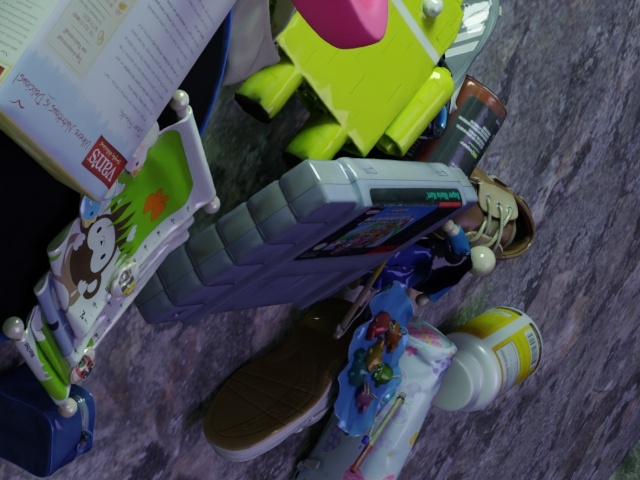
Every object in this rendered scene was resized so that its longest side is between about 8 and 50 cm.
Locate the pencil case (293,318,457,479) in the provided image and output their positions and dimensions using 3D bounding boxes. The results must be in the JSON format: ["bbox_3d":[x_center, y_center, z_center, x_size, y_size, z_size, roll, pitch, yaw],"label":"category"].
[{"bbox_3d":[0.068,0.222,1.939,0.113,0.124,0.273,-49,164,-77],"label":"pencil case"}]

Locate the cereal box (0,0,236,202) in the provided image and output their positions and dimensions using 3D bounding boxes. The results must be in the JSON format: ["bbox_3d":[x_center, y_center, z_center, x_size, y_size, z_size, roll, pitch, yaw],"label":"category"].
[{"bbox_3d":[-0.127,-0.159,1.000,0.240,0.047,0.173,-57,157,-10],"label":"cereal box"}]

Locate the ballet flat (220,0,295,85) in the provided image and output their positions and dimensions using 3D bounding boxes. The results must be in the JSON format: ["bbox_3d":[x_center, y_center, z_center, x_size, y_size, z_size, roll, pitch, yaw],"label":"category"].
[{"bbox_3d":[-0.051,-0.232,1.208,0.086,0.086,0.248,-41,152,-39],"label":"ballet flat"}]

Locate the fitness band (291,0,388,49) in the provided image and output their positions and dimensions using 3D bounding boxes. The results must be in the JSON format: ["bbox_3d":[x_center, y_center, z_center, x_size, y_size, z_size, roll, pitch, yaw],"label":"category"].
[{"bbox_3d":[-0.003,-0.270,1.102,0.209,0.054,0.291,60,21,-55],"label":"fitness band"}]

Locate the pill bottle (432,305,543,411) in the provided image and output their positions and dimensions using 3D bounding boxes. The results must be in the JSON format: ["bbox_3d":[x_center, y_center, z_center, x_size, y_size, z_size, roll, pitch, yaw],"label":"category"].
[{"bbox_3d":[0.230,0.176,2.212,0.215,0.117,0.117,-22,136,-55],"label":"pill bottle"}]

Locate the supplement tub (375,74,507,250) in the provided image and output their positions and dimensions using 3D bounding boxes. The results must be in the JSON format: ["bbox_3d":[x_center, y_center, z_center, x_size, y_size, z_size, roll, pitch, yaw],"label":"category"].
[{"bbox_3d":[0.116,-0.089,1.697,0.198,0.106,0.106,-57,156,-8],"label":"supplement tub"}]

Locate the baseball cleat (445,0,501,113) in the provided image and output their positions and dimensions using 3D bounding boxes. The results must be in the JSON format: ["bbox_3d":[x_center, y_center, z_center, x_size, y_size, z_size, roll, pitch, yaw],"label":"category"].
[{"bbox_3d":[0.127,-0.215,1.619,0.109,0.072,0.206,36,67,-43],"label":"baseball cleat"}]

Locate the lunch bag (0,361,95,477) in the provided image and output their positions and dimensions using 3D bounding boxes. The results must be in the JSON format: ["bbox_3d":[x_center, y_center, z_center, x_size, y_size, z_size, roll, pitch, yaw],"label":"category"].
[{"bbox_3d":[-0.231,0.147,1.264,0.065,0.098,0.067,-32,138,-53],"label":"lunch bag"}]

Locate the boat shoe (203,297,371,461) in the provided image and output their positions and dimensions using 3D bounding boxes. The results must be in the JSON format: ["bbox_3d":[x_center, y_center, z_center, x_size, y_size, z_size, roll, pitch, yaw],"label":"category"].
[{"bbox_3d":[-0.031,0.174,1.703,0.277,0.098,0.096,-39,148,-43],"label":"boat shoe"}]

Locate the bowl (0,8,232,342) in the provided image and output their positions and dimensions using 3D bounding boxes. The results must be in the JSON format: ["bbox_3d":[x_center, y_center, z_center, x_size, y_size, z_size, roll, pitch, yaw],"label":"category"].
[{"bbox_3d":[-0.201,-0.099,1.078,0.391,0.077,0.391,-45,152,-32],"label":"bowl"}]

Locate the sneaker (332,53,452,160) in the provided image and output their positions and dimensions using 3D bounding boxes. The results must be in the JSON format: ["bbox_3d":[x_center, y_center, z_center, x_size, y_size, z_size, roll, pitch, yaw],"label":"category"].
[{"bbox_3d":[0.057,-0.105,1.537,0.079,0.121,0.217,-1,117,-63],"label":"sneaker"}]

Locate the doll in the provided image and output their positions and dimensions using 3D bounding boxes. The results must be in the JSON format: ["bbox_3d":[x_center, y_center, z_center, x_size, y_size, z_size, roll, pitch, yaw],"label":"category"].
[{"bbox_3d":[0.125,0.024,1.790,0.189,0.046,0.129,2,128,-27],"label":"doll"}]

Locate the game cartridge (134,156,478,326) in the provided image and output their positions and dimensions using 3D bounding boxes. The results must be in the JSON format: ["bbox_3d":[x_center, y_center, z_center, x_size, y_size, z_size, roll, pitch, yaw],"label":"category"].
[{"bbox_3d":[0.000,0.000,1.484,0.230,0.068,0.355,-29,169,25],"label":"game cartridge"}]

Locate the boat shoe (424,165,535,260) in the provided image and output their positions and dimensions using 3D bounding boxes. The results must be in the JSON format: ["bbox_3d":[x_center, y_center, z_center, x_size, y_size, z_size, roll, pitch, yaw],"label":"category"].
[{"bbox_3d":[0.191,-0.038,1.889,0.123,0.116,0.324,-65,156,9],"label":"boat shoe"}]

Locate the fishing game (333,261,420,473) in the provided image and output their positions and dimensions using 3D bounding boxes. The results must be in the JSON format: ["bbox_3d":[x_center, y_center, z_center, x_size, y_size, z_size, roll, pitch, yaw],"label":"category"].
[{"bbox_3d":[0.071,0.139,1.744,0.189,0.041,0.264,-52,150,-39],"label":"fishing game"}]

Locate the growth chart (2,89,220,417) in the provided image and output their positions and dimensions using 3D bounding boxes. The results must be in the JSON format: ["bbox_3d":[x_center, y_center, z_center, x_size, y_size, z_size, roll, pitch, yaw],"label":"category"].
[{"bbox_3d":[-0.156,0.009,1.168,0.237,0.021,0.172,-55,155,-16],"label":"growth chart"}]

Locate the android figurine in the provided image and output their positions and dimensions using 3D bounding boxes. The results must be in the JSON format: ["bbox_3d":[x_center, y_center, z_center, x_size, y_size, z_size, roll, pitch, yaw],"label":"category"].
[{"bbox_3d":[0.041,-0.194,1.404,0.273,0.056,0.248,-50,130,-15],"label":"android figurine"}]
